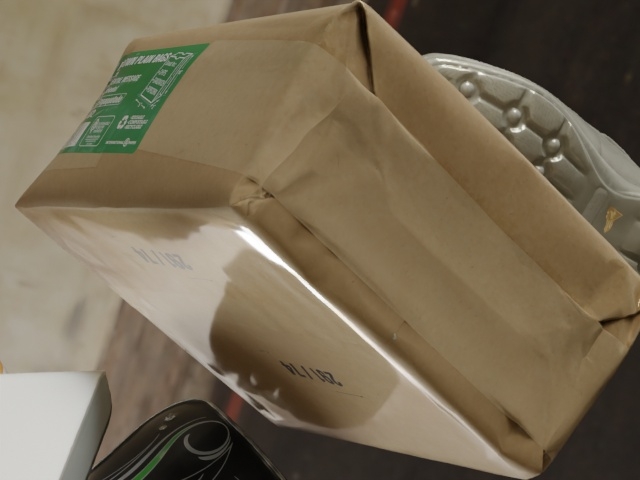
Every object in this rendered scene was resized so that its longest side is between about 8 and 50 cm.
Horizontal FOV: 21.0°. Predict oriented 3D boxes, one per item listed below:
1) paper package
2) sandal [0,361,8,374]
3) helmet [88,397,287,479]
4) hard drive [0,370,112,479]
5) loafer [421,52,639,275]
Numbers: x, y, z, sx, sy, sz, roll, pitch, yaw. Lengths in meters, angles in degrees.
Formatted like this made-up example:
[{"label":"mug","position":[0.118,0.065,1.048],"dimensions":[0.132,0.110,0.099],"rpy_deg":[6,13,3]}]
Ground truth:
[{"label":"paper package","position":[0.000,0.000,1.186],"dimensions":[0.168,0.309,0.325],"rpy_deg":[-56,27,-18]},{"label":"sandal","position":[-0.295,0.091,1.302],"dimensions":[0.076,0.265,0.102],"rpy_deg":[-33,35,13]},{"label":"helmet","position":[-0.107,0.222,1.336],"dimensions":[0.161,0.169,0.169],"rpy_deg":[-41,7,-13]},{"label":"hard drive","position":[-0.302,0.155,1.077],"dimensions":[0.203,0.308,0.040],"rpy_deg":[-77,-18,-58]},{"label":"loafer","position":[0.175,-0.043,1.311],"dimensions":[0.112,0.319,0.111],"rpy_deg":[-56,25,2]}]
